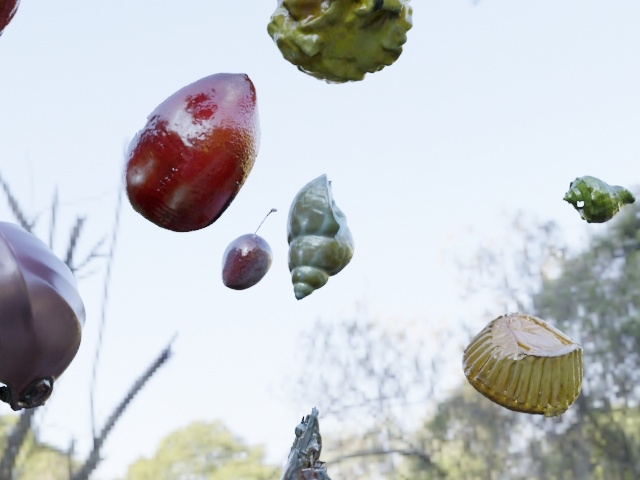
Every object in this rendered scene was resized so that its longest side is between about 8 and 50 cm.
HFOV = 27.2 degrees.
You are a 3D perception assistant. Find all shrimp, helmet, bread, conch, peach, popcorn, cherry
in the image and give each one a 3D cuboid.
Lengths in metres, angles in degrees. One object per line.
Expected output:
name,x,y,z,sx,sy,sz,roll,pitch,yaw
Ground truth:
shrimp,-0.008,0.456,2.345,0.164,0.316,0.062,8,2,19
helmet,-0.460,0.093,1.977,0.197,0.271,0.338,-41,-34,4
bread,0.382,0.230,2.499,0.240,0.139,0.240,5,24,-2
conch,-0.005,-0.010,1.968,0.106,0.173,0.116,-9,8,-7
peach,-0.185,-0.132,2.004,0.267,0.154,0.159,-47,-38,12
conch,0.440,-0.064,2.113,0.121,0.074,0.089,0,-20,-14
popcorn,0.038,-0.370,2.123,0.249,0.249,0.225,1,25,-22
cherry,-0.159,0.036,2.949,0.148,0.115,0.188,-28,-10,-34

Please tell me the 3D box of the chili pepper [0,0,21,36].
chili pepper,-0.398,-0.293,1.605,0.070,0.073,0.123,0,-36,-36
